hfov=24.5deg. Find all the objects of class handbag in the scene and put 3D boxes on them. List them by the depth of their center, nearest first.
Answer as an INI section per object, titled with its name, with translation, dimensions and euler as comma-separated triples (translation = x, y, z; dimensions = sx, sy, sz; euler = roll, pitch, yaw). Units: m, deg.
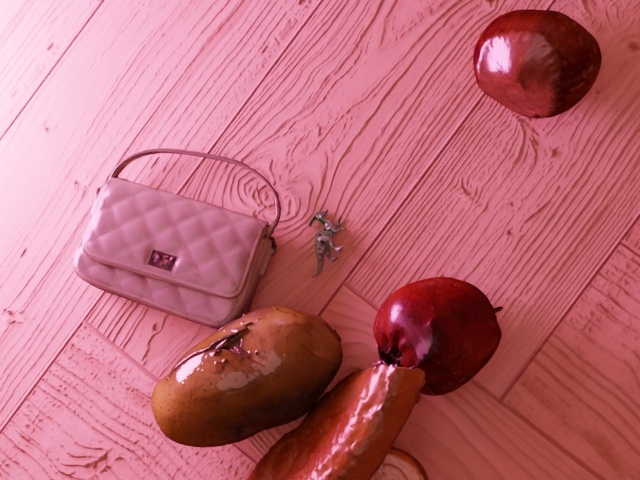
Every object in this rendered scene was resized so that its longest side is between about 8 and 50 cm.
[handbag]
translation = -0.180, -0.014, 1.906
dimensions = 0.256, 0.079, 0.219
euler = 17, 83, 11

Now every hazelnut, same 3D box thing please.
[hazelnut]
translation = 0.267, -0.227, 1.820
dimensions = 0.154, 0.143, 0.143
euler = 17, 86, 28

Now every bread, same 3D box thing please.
[bread]
translation = 0.084, 0.332, 1.818
dimensions = 0.122, 0.073, 0.149
euler = 21, 90, 7

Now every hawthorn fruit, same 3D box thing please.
[hawthorn fruit]
translation = 0.151, 0.110, 1.805
dimensions = 0.172, 0.148, 0.148
euler = -28, 78, -21

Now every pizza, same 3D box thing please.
[pizza]
translation = -0.001, 0.269, 1.795
dimensions = 0.074, 0.182, 0.365
euler = 35, 106, -18

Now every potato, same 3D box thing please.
[potato]
translation = -0.093, 0.169, 1.822
dimensions = 0.248, 0.169, 0.143
euler = -28, 53, 8

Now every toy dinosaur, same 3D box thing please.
[toy dinosaur]
translation = 0.000, 0.000, 1.896
dimensions = 0.083, 0.021, 0.062
euler = -44, 71, -1
